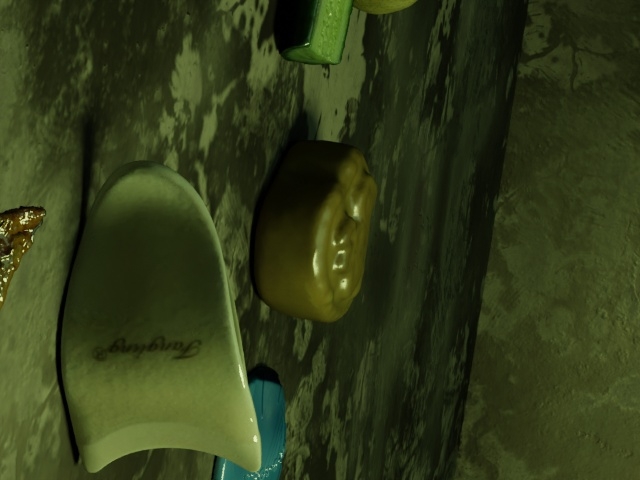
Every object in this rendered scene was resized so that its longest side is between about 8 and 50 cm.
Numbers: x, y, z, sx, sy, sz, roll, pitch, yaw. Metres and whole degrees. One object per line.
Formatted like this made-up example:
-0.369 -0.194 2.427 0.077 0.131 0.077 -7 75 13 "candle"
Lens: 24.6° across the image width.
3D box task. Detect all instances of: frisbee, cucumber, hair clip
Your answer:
-0.079 0.282 1.871 0.242 0.045 0.242 9 90 -76 "frisbee"
-0.010 -0.272 1.761 0.116 0.062 0.115 11 87 -67 "cucumber"
-0.144 0.073 1.317 0.113 0.173 0.282 16 74 -82 "hair clip"

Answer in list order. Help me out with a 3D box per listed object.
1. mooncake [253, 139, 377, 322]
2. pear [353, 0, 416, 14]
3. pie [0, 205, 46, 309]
0.000 0.000 1.860 0.235 0.117 0.234 6 90 -75 "mooncake"
0.076 -0.372 1.863 0.167 0.137 0.167 -2 90 -66 "pear"
-0.264 0.046 1.086 0.088 0.033 0.191 49 57 -60 "pie"
